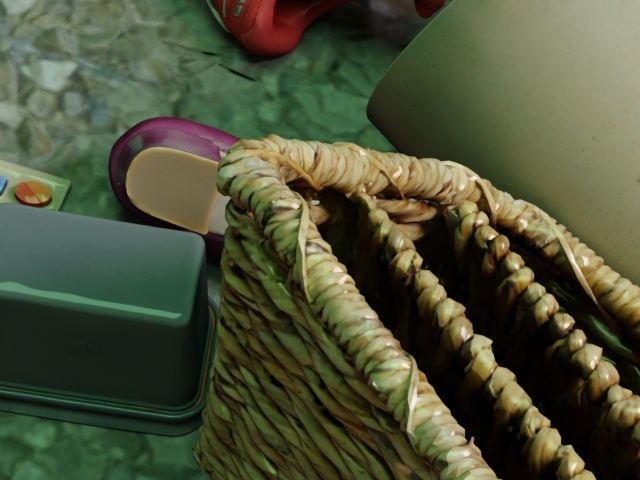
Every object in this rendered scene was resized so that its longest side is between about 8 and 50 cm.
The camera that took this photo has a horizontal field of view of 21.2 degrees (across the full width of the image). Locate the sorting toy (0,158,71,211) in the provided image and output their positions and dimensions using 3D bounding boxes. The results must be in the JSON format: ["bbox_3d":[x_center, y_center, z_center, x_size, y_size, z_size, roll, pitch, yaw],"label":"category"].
[{"bbox_3d":[-0.160,-0.016,0.939,0.083,0.012,0.062,16,55,4],"label":"sorting toy"}]

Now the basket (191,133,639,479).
[{"bbox_3d":[0.105,0.094,0.718,0.214,0.223,0.299,-21,56,-24],"label":"basket"}]

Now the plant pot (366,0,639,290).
[{"bbox_3d":[0.207,-0.032,0.882,0.256,0.256,0.274,-32,81,-26],"label":"plant pot"}]

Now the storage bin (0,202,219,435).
[{"bbox_3d":[-0.114,0.029,0.866,0.135,0.091,0.098,10,56,-2],"label":"storage bin"}]

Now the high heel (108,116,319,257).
[{"bbox_3d":[0.000,0.000,0.933,0.244,0.117,0.082,17,97,-11],"label":"high heel"}]

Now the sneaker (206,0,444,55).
[{"bbox_3d":[0.061,-0.193,1.007,0.279,0.107,0.118,-27,69,14],"label":"sneaker"}]
